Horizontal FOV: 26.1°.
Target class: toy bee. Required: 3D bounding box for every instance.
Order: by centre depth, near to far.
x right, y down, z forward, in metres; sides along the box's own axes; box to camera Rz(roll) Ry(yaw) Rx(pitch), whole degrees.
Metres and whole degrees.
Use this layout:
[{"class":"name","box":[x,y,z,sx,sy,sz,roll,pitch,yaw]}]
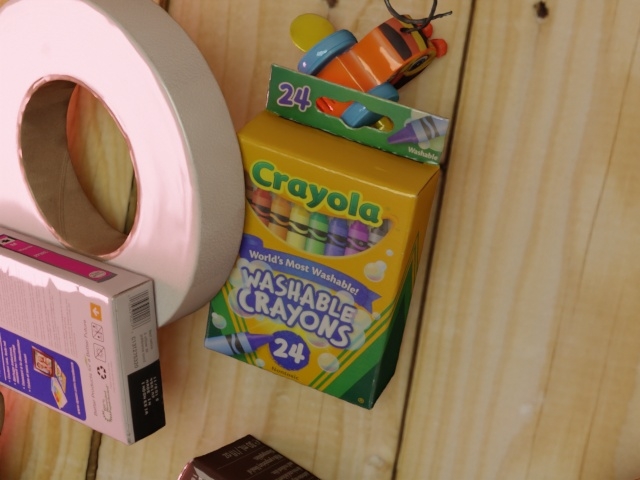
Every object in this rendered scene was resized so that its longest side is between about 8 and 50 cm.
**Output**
[{"class":"toy bee","box":[0.066,-0.173,1.480,0.298,0.162,0.195,-17,94,39]}]

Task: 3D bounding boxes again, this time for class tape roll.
[{"class":"tape roll","box":[-0.239,-0.087,1.489,0.392,0.072,0.392,19,119,38]}]

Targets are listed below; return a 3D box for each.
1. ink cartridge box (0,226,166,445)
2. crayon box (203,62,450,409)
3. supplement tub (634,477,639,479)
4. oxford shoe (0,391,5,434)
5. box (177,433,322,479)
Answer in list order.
[{"class":"ink cartridge box","box":[-0.324,0.089,1.549,0.371,0.069,0.176,15,118,37]},{"class":"crayon box","box":[0.000,0.000,1.448,0.203,0.083,0.323,19,121,15]},{"class":"supplement tub","box":[0.400,0.317,1.326,0.331,0.241,0.241,-30,82,14]},{"class":"oxford shoe","box":[-0.394,0.358,1.620,0.146,0.140,0.397,8,96,-6]},{"class":"box","box":[0.018,0.367,1.457,0.381,0.191,0.143,32,98,13]}]
